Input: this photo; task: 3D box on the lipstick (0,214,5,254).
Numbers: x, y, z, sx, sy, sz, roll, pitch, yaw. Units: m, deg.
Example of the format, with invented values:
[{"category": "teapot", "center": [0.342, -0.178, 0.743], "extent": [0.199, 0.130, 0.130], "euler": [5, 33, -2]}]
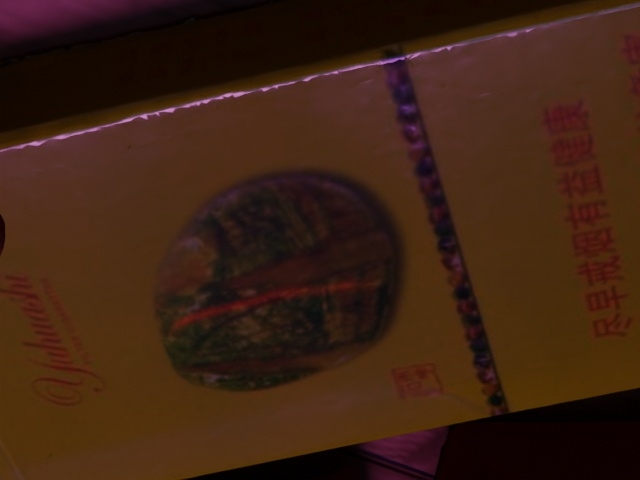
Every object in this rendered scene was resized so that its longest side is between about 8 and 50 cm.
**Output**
[{"category": "lipstick", "center": [-0.175, 0.035, 0.621], "extent": [0.068, 0.061, 0.274], "euler": [47, 142, -11]}]

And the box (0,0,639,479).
[{"category": "box", "center": [0.000, 0.000, 0.670], "extent": [0.335, 0.047, 0.187], "euler": [-12, 134, 8]}]

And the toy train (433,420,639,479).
[{"category": "toy train", "center": [0.165, 0.189, 0.790], "extent": [0.231, 0.163, 0.369], "euler": [1, 136, 14]}]

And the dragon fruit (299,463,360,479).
[{"category": "dragon fruit", "center": [-0.102, 0.258, 0.852], "extent": [0.330, 0.302, 0.240], "euler": [-4, 169, 23]}]
